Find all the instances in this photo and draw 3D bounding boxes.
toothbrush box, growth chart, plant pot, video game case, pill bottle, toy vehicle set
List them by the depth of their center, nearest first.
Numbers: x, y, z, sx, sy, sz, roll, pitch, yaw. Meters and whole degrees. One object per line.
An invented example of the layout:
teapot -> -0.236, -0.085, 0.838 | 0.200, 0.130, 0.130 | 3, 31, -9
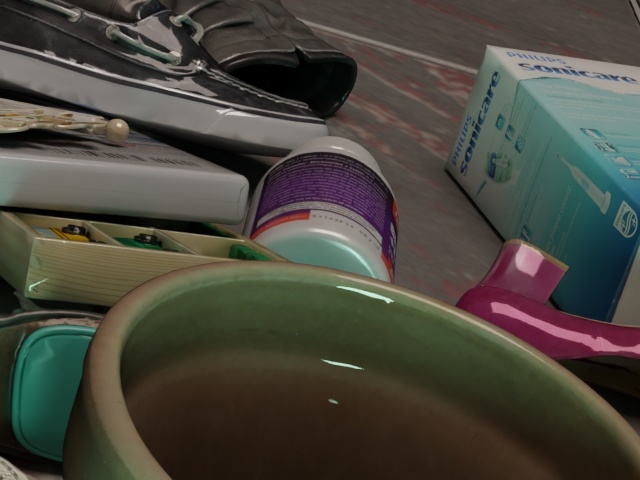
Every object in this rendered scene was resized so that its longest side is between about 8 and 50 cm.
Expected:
plant pot -> -0.002, 0.172, 0.814 | 0.263, 0.229, 0.263 | 15, 25, -7
growth chart -> -0.246, -0.082, 1.160 | 0.172, 0.021, 0.237 | 15, 10, 34
toy vehicle set -> -0.135, 0.000, 1.184 | 0.166, 0.035, 0.267 | 7, 8, -24
video game case -> -0.255, -0.064, 1.228 | 0.329, 0.036, 0.300 | 4, 10, -28
pill bottle -> 0.000, 0.000, 1.297 | 0.108, 0.108, 0.193 | 17, 26, -4
toothbrush box -> 0.265, -0.034, 1.525 | 0.216, 0.126, 0.295 | 4, 30, -26

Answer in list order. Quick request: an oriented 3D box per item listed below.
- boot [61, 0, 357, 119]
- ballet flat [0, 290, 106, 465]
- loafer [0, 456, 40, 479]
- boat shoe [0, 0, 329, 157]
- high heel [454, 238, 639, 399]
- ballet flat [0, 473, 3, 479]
boot -> -0.140, -0.187, 1.578 | 0.338, 0.118, 0.223 | -8, 42, -37
ballet flat -> -0.187, 0.071, 1.051 | 0.280, 0.095, 0.096 | 6, 20, -26
loafer -> -0.160, 0.145, 0.992 | 0.125, 0.039, 0.045 | 15, 59, -1
boat shoe -> -0.132, -0.139, 1.461 | 0.301, 0.102, 0.108 | 15, -2, -1
high heel -> 0.204, 0.101, 1.307 | 0.244, 0.082, 0.117 | 34, 58, 0
ballet flat -> -0.141, 0.155, 0.925 | 0.248, 0.086, 0.086 | 11, 27, -15
